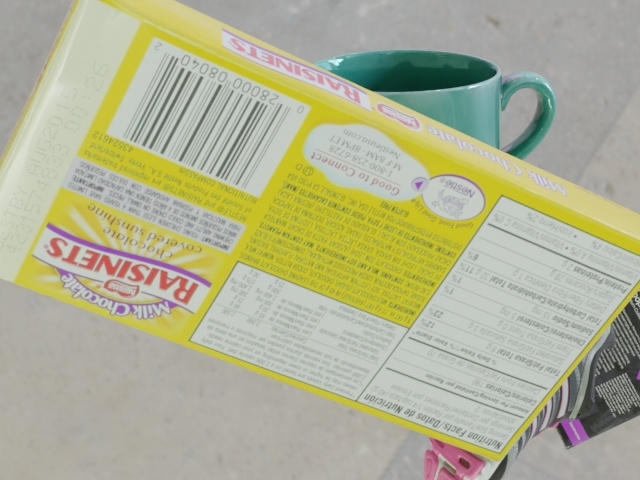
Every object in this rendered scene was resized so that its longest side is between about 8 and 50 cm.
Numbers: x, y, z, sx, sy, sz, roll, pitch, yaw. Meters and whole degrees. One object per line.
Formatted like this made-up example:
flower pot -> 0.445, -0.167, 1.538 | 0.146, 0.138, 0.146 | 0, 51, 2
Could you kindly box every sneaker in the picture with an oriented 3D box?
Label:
sneaker -> 0.132, 0.104, 0.807 | 0.170, 0.074, 0.063 | -59, 35, 0

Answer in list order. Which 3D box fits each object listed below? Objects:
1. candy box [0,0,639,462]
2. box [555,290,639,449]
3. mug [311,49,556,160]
candy box -> 0.000, 0.000, 0.412 | 0.105, 0.205, 0.027 | -56, 22, 30
box -> 0.278, 0.113, 1.207 | 0.162, 0.029, 0.116 | -30, 84, 24
mug -> 0.067, -0.065, 0.841 | 0.157, 0.097, 0.129 | 8, 22, 22
